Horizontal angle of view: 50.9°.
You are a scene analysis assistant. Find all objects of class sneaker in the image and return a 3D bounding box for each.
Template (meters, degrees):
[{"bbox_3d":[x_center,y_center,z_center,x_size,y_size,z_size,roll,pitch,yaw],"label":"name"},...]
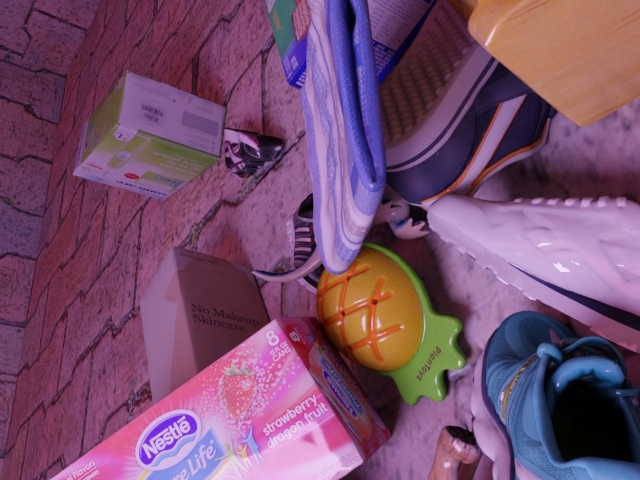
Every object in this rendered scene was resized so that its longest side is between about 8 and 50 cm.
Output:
[{"bbox_3d":[0.000,0.000,0.838,0.075,0.063,0.170,-61,28,30],"label":"sneaker"},{"bbox_3d":[0.161,-0.163,0.622,0.321,0.127,0.126,-52,35,-11],"label":"sneaker"},{"bbox_3d":[0.186,0.006,0.497,0.235,0.090,0.095,30,98,36],"label":"sneaker"},{"bbox_3d":[-0.113,-0.137,1.097,0.178,0.072,0.077,-148,65,-66],"label":"sneaker"},{"bbox_3d":[0.158,0.107,0.415,0.275,0.107,0.110,-65,-15,-70],"label":"sneaker"}]

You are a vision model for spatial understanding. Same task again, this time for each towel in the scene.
[{"bbox_3d":[0.010,-0.094,0.545,0.285,0.034,0.209,103,161,-77],"label":"towel"}]

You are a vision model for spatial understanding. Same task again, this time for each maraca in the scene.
[{"bbox_3d":[0.066,0.079,0.670,0.185,0.099,0.127,42,124,33],"label":"maraca"}]

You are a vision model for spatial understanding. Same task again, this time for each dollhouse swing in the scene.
[{"bbox_3d":[0.124,-0.309,0.449,0.315,0.305,0.347,-31,42,10],"label":"dollhouse swing"}]

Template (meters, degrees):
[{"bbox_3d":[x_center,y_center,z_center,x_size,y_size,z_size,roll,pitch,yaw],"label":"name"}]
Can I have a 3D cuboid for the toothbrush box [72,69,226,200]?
[{"bbox_3d":[-0.347,-0.198,1.349,0.283,0.206,0.122,-20,60,52],"label":"toothbrush box"}]

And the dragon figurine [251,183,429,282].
[{"bbox_3d":[0.044,-0.050,0.751,0.289,0.085,0.144,-37,35,38],"label":"dragon figurine"}]

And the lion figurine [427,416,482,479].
[{"bbox_3d":[0.152,0.300,0.416,0.392,0.142,0.240,-124,47,-69],"label":"lion figurine"}]

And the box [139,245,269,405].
[{"bbox_3d":[-0.148,0.159,0.923,0.121,0.148,0.311,-56,36,24],"label":"box"}]

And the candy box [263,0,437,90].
[{"bbox_3d":[0.061,-0.372,0.863,0.317,0.122,0.268,-50,38,32],"label":"candy box"}]

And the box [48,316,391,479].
[{"bbox_3d":[-0.100,0.218,0.664,0.300,0.142,0.154,-35,75,9],"label":"box"}]
